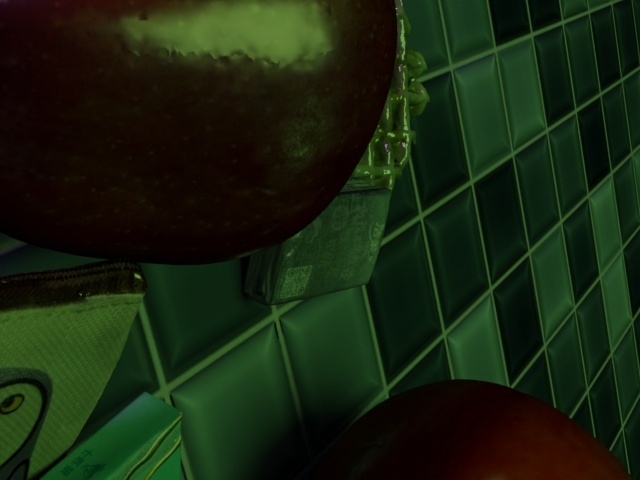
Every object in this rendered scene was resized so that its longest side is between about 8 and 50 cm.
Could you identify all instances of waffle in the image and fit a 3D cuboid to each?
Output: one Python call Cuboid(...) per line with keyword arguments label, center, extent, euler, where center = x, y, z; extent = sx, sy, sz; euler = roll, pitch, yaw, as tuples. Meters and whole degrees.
Cuboid(label="waffle", center=(0.028, -0.183, 0.968), extent=(0.309, 0.056, 0.291), euler=(61, 42, -34))

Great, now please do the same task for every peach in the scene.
Cuboid(label="peach", center=(0.131, 0.334, 0.822), extent=(0.388, 0.388, 0.388), euler=(6, 83, -55))

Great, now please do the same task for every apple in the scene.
Cuboid(label="apple", center=(-0.105, -0.119, 0.578), extent=(0.317, 0.288, 0.288), euler=(-5, 92, -39))

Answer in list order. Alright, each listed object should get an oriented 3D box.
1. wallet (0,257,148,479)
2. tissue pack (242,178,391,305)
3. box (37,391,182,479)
Cuboid(label="wallet", center=(-0.242, 0.118, 0.441), extent=(0.335, 0.068, 0.274), euler=(-3, 130, -55))
Cuboid(label="tissue pack", center=(0.000, 0.000, 0.881), extent=(0.156, 0.051, 0.112), euler=(-8, 118, -49))
Cuboid(label="box", center=(-0.158, 0.236, 0.607), extent=(0.162, 0.041, 0.229), euler=(-40, 144, -49))
